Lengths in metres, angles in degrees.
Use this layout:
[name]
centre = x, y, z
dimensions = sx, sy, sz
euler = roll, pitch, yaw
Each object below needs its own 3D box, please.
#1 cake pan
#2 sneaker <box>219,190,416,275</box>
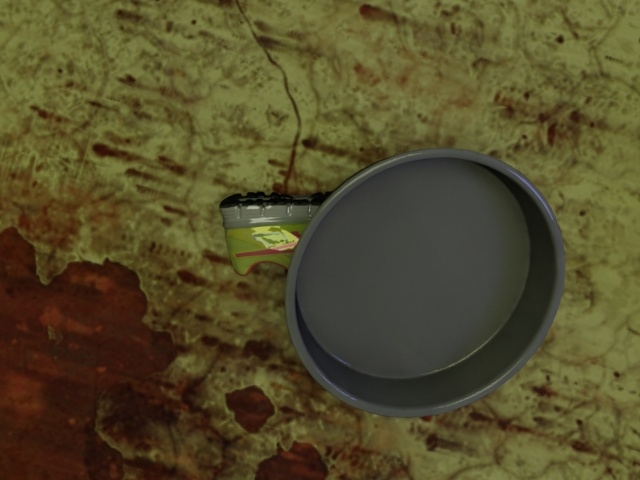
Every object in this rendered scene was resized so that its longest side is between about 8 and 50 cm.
[cake pan]
centre = 0.101, 0.038, 1.548
dimensions = 0.293, 0.054, 0.293
euler = -5, 113, -13
[sneaker]
centre = 0.000, 0.000, 1.590
dimensions = 0.208, 0.081, 0.094
euler = 1, 102, 1
